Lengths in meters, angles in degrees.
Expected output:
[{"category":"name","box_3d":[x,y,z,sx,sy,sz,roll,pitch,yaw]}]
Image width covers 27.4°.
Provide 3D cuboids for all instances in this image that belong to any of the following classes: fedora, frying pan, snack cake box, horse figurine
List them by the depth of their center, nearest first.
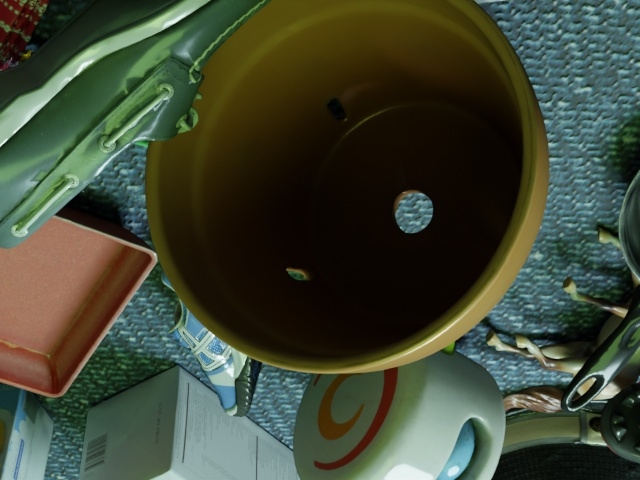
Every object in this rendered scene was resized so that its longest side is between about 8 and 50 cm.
[{"category":"frying pan","box_3d":[0.346,0.029,1.169,0.197,0.053,0.326,9,123,-3]},{"category":"horse figurine","box_3d":[0.278,0.095,1.278,0.174,0.066,0.263,26,127,-20]},{"category":"snack cake box","box_3d":[-0.430,0.249,1.395,0.264,0.152,0.089,-10,136,11]},{"category":"fedora","box_3d":[0.288,0.314,1.451,0.334,0.153,0.334,1,138,1]}]

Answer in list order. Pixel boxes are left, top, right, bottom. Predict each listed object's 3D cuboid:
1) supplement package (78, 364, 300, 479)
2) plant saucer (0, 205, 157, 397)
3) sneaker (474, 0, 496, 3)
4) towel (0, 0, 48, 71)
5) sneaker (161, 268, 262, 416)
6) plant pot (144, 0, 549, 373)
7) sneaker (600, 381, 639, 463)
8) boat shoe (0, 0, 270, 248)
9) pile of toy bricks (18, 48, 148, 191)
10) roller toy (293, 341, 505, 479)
[{"category":"supplement package","box_3d":[-0.128,0.270,1.420,0.133,0.139,0.244,-27,130,25]},{"category":"plant saucer","box_3d":[-0.317,0.029,1.231,0.258,0.048,0.259,21,134,-20]},{"category":"sneaker","box_3d":[0.137,-0.206,0.966,0.190,0.071,0.083,3,163,-7]},{"category":"towel","box_3d":[-0.305,-0.181,0.958,0.199,0.031,0.275,39,130,1]},{"category":"sneaker","box_3d":[-0.101,0.087,1.277,0.081,0.080,0.211,2,128,9]},{"category":"plant pot","box_3d":[0.044,-0.039,0.987,0.290,0.291,0.203,-18,165,19]},{"category":"sneaker","box_3d":[0.378,0.185,1.314,0.276,0.098,0.135,-3,161,-28]},{"category":"boat shoe","box_3d":[-0.137,-0.112,0.925,0.319,0.116,0.099,-36,121,0]},{"category":"pile of toy bricks","box_3d":[-0.155,-0.105,1.016,0.212,0.118,0.105,11,160,-12]},{"category":"roller toy","box_3d":[0.079,0.188,1.288,0.146,0.191,0.209,30,131,-28]}]
